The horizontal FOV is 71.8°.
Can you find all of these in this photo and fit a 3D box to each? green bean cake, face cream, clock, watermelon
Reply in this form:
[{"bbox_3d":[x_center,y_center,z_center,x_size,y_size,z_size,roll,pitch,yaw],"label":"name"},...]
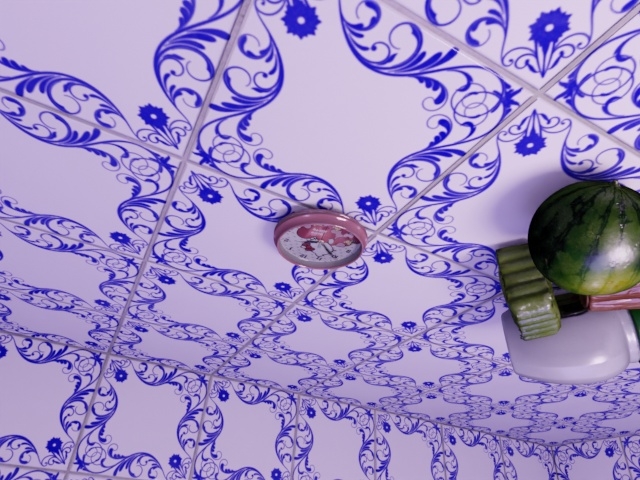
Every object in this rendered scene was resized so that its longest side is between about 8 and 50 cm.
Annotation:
[{"bbox_3d":[0.530,0.130,1.128,0.113,0.214,0.200,-18,140,23],"label":"green bean cake"},{"bbox_3d":[0.706,0.259,1.225,0.357,0.312,0.219,-15,110,21],"label":"face cream"},{"bbox_3d":[0.000,-0.001,1.135,0.244,0.056,0.244,1,147,1],"label":"clock"},{"bbox_3d":[0.557,-0.006,0.906,0.242,0.242,0.242,3,146,2],"label":"watermelon"}]

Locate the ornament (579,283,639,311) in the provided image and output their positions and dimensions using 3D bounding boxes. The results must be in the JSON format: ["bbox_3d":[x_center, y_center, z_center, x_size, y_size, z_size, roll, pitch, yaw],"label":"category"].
[{"bbox_3d":[0.734,0.069,1.042,0.217,0.221,0.235,-7,-171,22],"label":"ornament"}]
